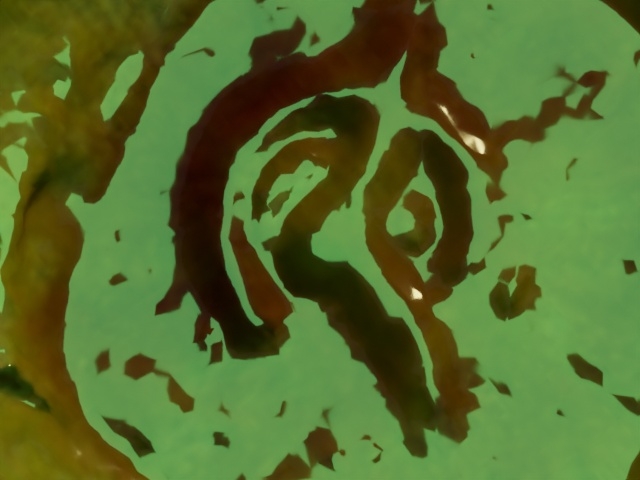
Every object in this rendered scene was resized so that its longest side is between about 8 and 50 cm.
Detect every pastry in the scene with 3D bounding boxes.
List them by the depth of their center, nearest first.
[{"bbox_3d":[0.000,0.000,0.703,0.355,0.164,0.356,0,97,0],"label":"pastry"}]
